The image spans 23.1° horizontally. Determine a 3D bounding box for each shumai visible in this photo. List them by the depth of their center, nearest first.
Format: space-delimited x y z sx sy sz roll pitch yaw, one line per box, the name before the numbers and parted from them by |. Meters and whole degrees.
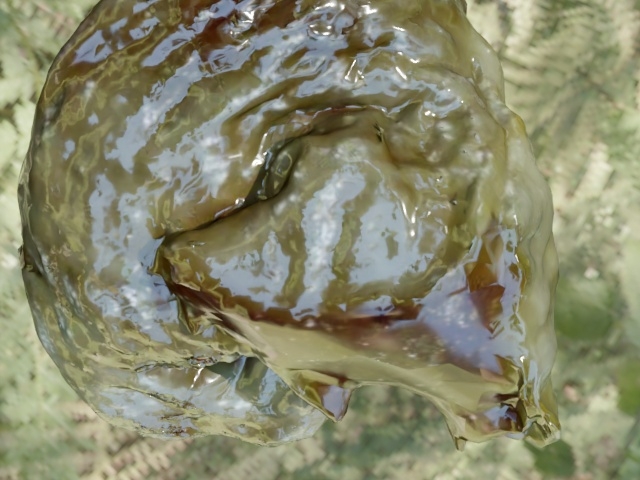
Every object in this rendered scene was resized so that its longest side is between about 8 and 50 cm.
shumai | -0.002 -0.012 0.369 0.123 0.105 0.139 2 95 -34
